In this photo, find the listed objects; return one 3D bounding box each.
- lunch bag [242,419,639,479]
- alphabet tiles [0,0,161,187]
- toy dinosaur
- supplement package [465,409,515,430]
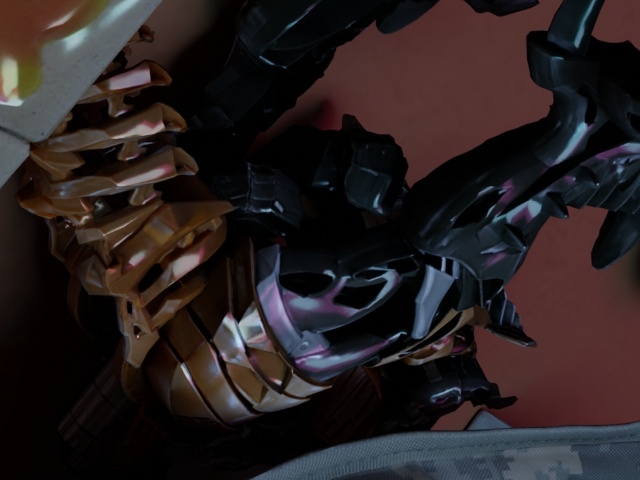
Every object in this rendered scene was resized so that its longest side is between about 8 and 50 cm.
[{"bbox_3d":[0.008,0.170,0.658,0.287,0.169,0.235,-13,159,-45],"label":"lunch bag"},{"bbox_3d":[-0.119,-0.109,0.333,0.342,0.011,0.285,-48,135,16],"label":"alphabet tiles"},{"bbox_3d":[0.000,0.000,0.601,0.218,0.164,0.322,-38,171,0],"label":"toy dinosaur"},{"bbox_3d":[0.103,0.224,0.933,0.194,0.149,0.203,-52,147,-7],"label":"supplement package"}]
